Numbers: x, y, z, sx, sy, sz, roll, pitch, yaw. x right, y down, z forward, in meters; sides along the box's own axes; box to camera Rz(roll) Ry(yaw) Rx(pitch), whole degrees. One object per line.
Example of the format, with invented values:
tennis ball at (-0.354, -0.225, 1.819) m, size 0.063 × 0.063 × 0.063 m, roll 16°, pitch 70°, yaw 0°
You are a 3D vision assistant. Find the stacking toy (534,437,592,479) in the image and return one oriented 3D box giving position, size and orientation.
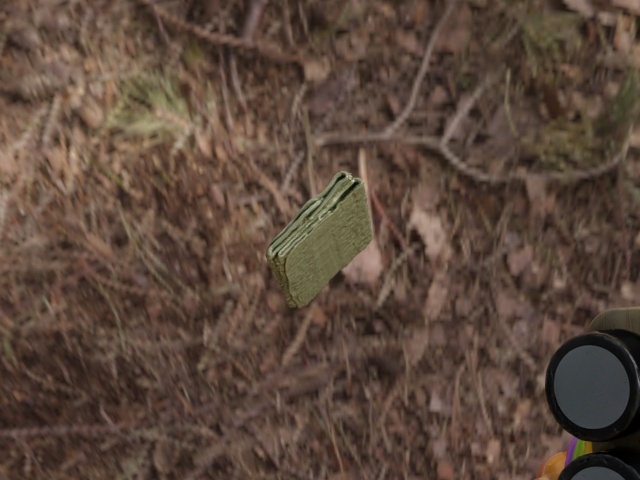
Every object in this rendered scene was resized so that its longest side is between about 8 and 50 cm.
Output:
stacking toy at (0.253, 0.184, 1.302) m, size 0.175 × 0.302 × 0.166 m, roll -3°, pitch 79°, yaw -22°

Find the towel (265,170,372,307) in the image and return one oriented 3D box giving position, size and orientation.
towel at (0.000, 0.000, 1.448) m, size 0.110 × 0.148 × 0.027 m, roll -43°, pitch 69°, yaw -9°

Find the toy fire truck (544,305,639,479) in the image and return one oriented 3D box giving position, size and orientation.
toy fire truck at (0.262, 0.135, 0.822) m, size 0.246 × 0.158 × 0.217 m, roll -6°, pitch 86°, yaw 38°
